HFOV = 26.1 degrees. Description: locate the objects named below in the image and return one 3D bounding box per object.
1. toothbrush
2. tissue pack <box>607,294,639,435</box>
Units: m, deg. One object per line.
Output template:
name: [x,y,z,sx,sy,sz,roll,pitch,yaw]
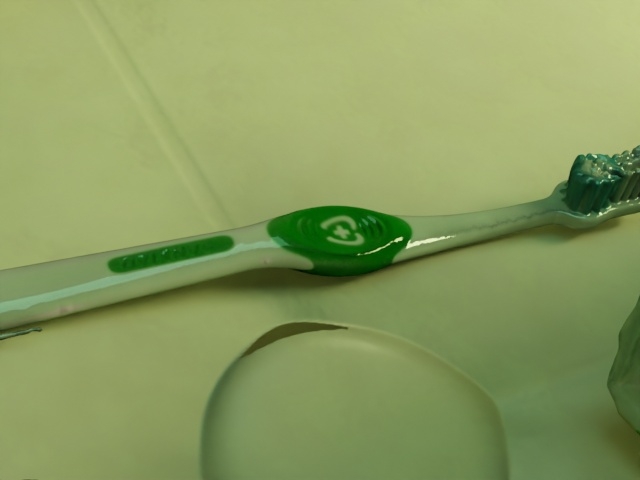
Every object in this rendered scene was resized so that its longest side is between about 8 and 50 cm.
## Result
toothbrush: [-0.001,0.003,0.704,0.417,0.040,0.042,-12,52,-20]
tissue pack: [0.390,0.058,0.637,0.405,0.205,0.332,-23,56,-32]
